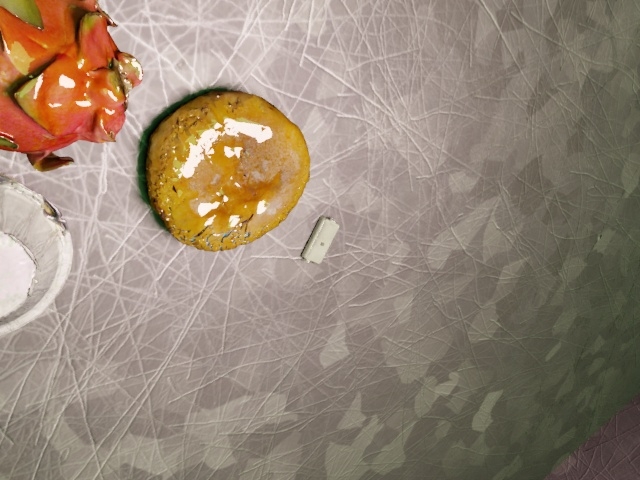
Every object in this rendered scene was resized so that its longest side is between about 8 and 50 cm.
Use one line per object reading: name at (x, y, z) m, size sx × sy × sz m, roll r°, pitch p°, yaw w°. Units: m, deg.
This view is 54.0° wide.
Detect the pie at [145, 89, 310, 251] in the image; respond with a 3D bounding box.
pie at (-0.131, -0.095, 0.943) m, size 0.274 × 0.069 × 0.273 m, roll -15°, pitch 121°, yaw -25°

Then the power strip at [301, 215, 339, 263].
power strip at (0.000, 0.000, 1.114) m, size 0.040 × 0.016 × 0.090 m, roll 23°, pitch 96°, yaw -40°

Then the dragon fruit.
dragon fruit at (-0.318, -0.195, 0.671) m, size 0.227 × 0.224 × 0.224 m, roll 22°, pitch 98°, yaw -35°

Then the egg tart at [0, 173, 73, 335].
egg tart at (-0.425, 0.030, 0.776) m, size 0.234 × 0.094 × 0.233 m, roll -15°, pitch 121°, yaw -27°
